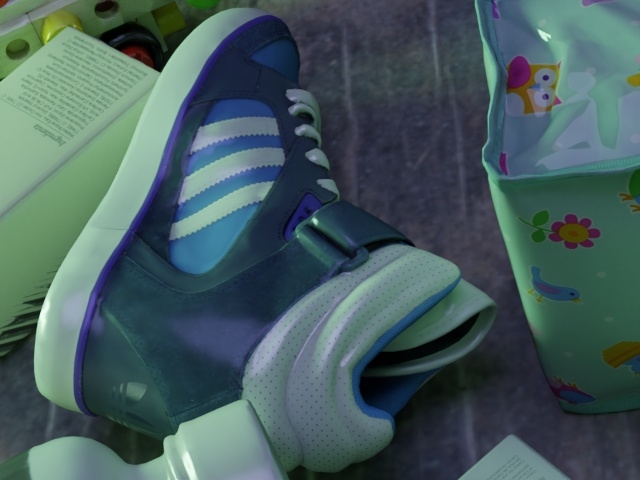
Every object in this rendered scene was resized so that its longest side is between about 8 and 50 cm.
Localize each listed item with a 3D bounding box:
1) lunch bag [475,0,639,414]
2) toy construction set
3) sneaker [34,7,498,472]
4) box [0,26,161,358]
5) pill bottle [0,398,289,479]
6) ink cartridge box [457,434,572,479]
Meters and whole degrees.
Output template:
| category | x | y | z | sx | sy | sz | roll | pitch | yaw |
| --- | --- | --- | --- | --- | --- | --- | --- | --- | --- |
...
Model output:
| category | x | y | z | sx | sy | sz | roll | pitch | yaw |
| --- | --- | --- | --- | --- | --- | --- | --- | --- | --- |
| lunch bag | 0.226 | -0.032 | 0.872 | 0.262 | 0.223 | 0.160 | -7 | 52 | 11 |
| toy construction set | -0.207 | -0.191 | 1.184 | 0.327 | 0.215 | 0.151 | -15 | 45 | 7 |
| sneaker | 0.000 | 0.000 | 1.010 | 0.236 | 0.130 | 0.323 | 12 | 48 | 16 |
| box | -0.211 | -0.008 | 1.101 | 0.275 | 0.094 | 0.113 | -43 | 48 | -19 |
| pill bottle | -0.151 | 0.202 | 0.826 | 0.318 | 0.176 | 0.176 | -25 | 45 | -4 |
| ink cartridge box | 0.109 | 0.182 | 0.829 | 0.109 | 0.063 | 0.150 | -38 | 48 | -16 |
